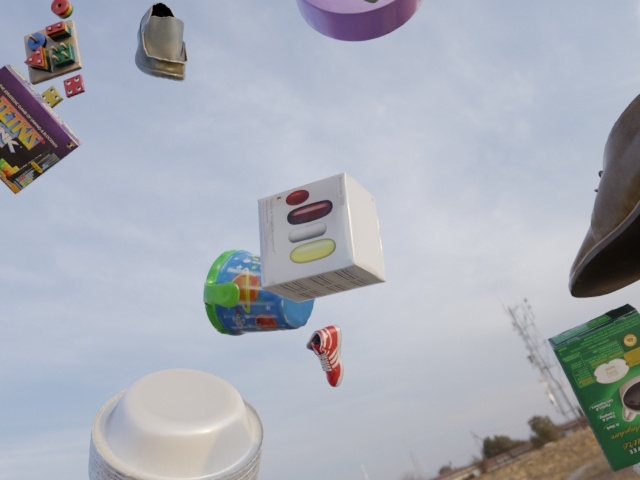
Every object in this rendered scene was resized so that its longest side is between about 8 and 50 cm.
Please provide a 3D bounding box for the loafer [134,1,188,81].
[{"bbox_3d":[-0.309,-0.389,1.141,0.094,0.251,0.087,2,-51,-29],"label":"loafer"}]

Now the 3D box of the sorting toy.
[{"bbox_3d":[-0.642,-0.445,1.398,0.132,0.274,0.046,-16,-14,7],"label":"sorting toy"}]

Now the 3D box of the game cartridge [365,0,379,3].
[{"bbox_3d":[-0.002,-0.391,0.599,0.297,0.062,0.198,23,-31,-23],"label":"game cartridge"}]

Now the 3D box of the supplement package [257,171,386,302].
[{"bbox_3d":[0.000,0.000,1.182,0.203,0.194,0.149,-16,-23,24],"label":"supplement package"}]

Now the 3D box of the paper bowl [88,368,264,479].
[{"bbox_3d":[-0.235,0.323,0.994,0.284,0.284,0.148,-2,-70,-37],"label":"paper bowl"}]

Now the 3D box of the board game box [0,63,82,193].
[{"bbox_3d":[-0.523,-0.188,1.009,0.141,0.048,0.170,-38,-68,2],"label":"board game box"}]

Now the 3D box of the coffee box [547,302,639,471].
[{"bbox_3d":[0.374,0.184,0.736,0.113,0.184,0.040,-28,5,10],"label":"coffee box"}]

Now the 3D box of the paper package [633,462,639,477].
[{"bbox_3d":[0.627,0.307,0.762,0.310,0.325,0.168,-20,-64,-2],"label":"paper package"}]

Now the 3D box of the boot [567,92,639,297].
[{"bbox_3d":[0.379,-0.049,0.716,0.112,0.115,0.305,-4,-43,-14],"label":"boot"}]

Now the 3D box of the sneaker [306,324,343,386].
[{"bbox_3d":[0.008,0.220,1.107,0.042,0.118,0.067,-2,0,44],"label":"sneaker"}]

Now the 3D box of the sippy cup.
[{"bbox_3d":[-0.143,0.141,1.540,0.224,0.305,0.240,1,-58,30],"label":"sippy cup"}]

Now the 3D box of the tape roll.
[{"bbox_3d":[0.075,-0.537,1.172,0.275,0.274,0.090,-24,-20,1],"label":"tape roll"}]
